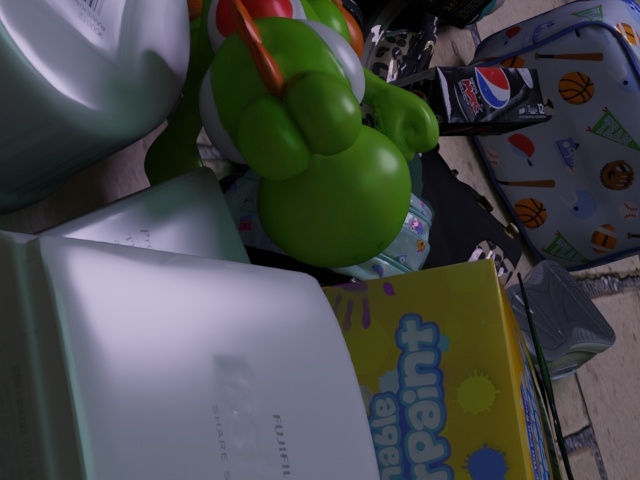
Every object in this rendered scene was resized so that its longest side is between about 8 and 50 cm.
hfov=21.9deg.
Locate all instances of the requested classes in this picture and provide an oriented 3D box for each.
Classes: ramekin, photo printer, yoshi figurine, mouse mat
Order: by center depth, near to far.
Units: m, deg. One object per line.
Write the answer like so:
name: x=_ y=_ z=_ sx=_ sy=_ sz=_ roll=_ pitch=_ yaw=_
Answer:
photo printer: x=-0.071 y=0.132 z=0.918 sx=0.307 sy=0.107 sz=0.256 roll=12 pitch=64 yaw=-56
ramekin: x=-0.214 y=-0.169 z=1.152 sx=0.277 sy=0.135 sz=0.277 roll=36 pitch=44 yaw=-45
yoshi figurine: x=-0.021 y=-0.088 z=1.248 sx=0.203 sy=0.203 sz=0.362 roll=24 pitch=16 yaw=-15
mouse mat: x=0.206 y=0.140 z=1.484 sx=0.152 sy=0.007 sz=0.189 roll=68 pitch=10 yaw=-47

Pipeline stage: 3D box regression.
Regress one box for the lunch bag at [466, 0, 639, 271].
lunch bag: x=0.311 y=-0.116 z=1.865 sx=0.303 sy=0.243 sz=0.115 roll=59 pitch=32 yaw=-17

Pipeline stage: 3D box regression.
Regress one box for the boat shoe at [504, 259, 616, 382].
boat shoe: x=0.226 y=0.101 z=1.767 sx=0.118 sy=0.103 sz=0.320 roll=54 pitch=23 yaw=9

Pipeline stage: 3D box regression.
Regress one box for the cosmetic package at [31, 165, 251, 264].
cosmetic package: x=-0.194 y=0.125 z=0.988 sx=0.453 sy=0.161 sz=0.230 roll=-27 pitch=97 yaw=-59

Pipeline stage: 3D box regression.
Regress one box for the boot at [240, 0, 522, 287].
boot: x=0.085 y=-0.094 z=1.589 sx=0.284 sy=0.138 sz=0.377 roll=53 pitch=38 yaw=-25

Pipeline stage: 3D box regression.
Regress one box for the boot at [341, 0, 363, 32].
boot: x=-0.074 y=-0.264 z=1.482 sx=0.246 sy=0.094 sz=0.207 roll=24 pitch=27 yaw=-20

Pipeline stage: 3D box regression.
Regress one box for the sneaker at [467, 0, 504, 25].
sneaker: x=0.127 y=-0.388 z=1.855 sx=0.302 sy=0.108 sz=0.121 roll=68 pitch=26 yaw=-7

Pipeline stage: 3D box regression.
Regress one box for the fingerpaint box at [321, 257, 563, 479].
fingerpaint box: x=0.120 y=0.285 z=1.287 sx=0.371 sy=0.163 sz=0.444 roll=56 pitch=25 yaw=-66

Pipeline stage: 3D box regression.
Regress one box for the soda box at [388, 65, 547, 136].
soda box: x=0.137 y=-0.127 z=1.514 sx=0.169 sy=0.060 sz=0.053 roll=-7 pitch=83 yaw=-51

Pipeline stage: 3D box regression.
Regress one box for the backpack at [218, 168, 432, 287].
backpack: x=0.000 y=0.000 z=1.342 sx=0.152 sy=0.182 sz=0.115 roll=23 pitch=81 yaw=-47

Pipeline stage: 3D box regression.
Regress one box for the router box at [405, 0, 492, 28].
router box: x=0.042 y=-0.368 z=1.531 sx=0.243 sy=0.081 sz=0.309 roll=22 pitch=43 yaw=-32
